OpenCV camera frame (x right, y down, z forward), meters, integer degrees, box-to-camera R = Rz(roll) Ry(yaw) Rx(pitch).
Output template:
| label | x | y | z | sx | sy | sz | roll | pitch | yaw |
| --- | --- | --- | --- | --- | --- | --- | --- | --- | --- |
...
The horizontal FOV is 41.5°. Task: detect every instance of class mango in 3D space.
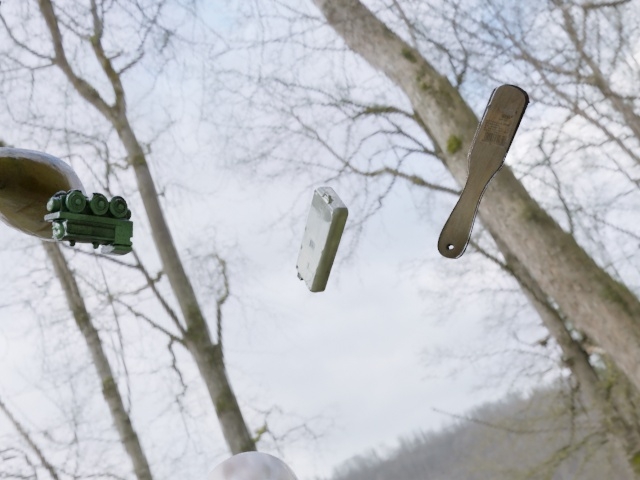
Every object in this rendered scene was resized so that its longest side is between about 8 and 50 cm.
| label | x | y | z | sx | sy | sz | roll | pitch | yaw |
| --- | --- | --- | --- | --- | --- | --- | --- | --- | --- |
| mango | -0.561 | -0.101 | 1.637 | 0.176 | 0.176 | 0.329 | -31 | -18 | -11 |

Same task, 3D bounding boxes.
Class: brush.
| label | x | y | z | sx | sy | sz | roll | pitch | yaw |
| --- | --- | --- | --- | --- | --- | --- | --- | --- | --- |
| brush | 0.289 | -0.121 | 1.523 | 0.065 | 0.070 | 0.327 | -8 | -61 | -78 |

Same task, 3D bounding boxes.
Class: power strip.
| label | x | y | z | sx | sy | sz | roll | pitch | yaw |
| --- | --- | --- | --- | --- | --- | --- | --- | --- | --- |
| power strip | 0.000 | 0.000 | 1.441 | 0.035 | 0.081 | 0.192 | -5 | -53 | -28 |

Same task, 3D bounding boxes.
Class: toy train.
| label | x | y | z | sx | sy | sz | roll | pitch | yaw |
| --- | --- | --- | --- | --- | --- | --- | --- | --- | --- |
| toy train | -0.418 | -0.034 | 1.536 | 0.071 | 0.111 | 0.170 | -9 | -11 | 41 |

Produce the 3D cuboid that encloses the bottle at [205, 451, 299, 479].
| label | x | y | z | sx | sy | sz | roll | pitch | yaw |
| --- | --- | --- | --- | --- | --- | --- | --- | --- | --- |
| bottle | -0.072 | 0.381 | 1.079 | 0.147 | 0.148 | 0.236 | -18 | 14 | -12 |
